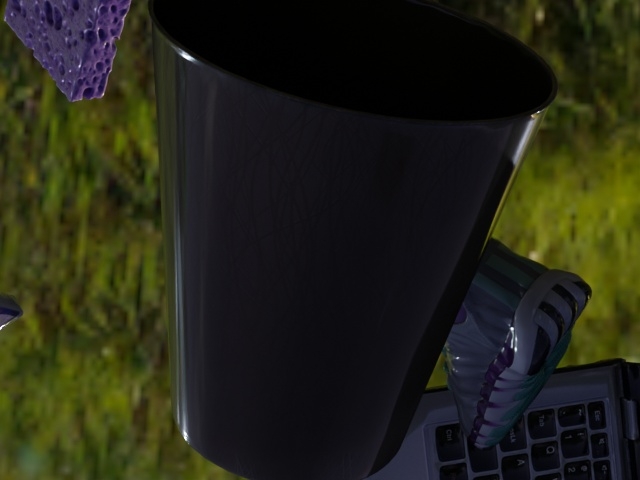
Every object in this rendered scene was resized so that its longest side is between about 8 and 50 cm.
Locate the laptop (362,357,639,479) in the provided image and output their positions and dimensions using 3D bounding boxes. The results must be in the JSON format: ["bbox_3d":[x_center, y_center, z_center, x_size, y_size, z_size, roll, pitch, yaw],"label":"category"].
[{"bbox_3d":[0.200,0.291,1.232,0.408,0.381,0.236,-8,-172,-8],"label":"laptop"}]

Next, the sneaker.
[{"bbox_3d":[0.103,0.055,1.166,0.098,0.083,0.223,36,155,12],"label":"sneaker"}]

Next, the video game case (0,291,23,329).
[{"bbox_3d":[-0.164,0.041,0.668,0.087,0.011,0.122,-34,169,4],"label":"video game case"}]

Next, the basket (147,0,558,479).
[{"bbox_3d":[0.000,0.000,0.942,0.204,0.226,0.154,17,-149,14],"label":"basket"}]

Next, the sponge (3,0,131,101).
[{"bbox_3d":[-0.173,-0.218,1.348,0.031,0.117,0.210,-9,135,-36],"label":"sponge"}]
